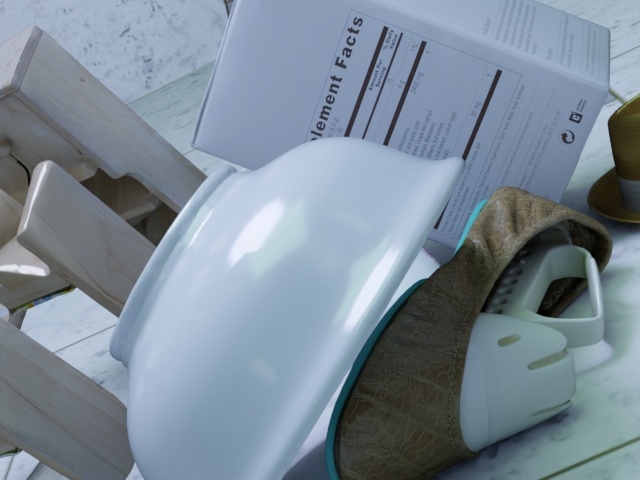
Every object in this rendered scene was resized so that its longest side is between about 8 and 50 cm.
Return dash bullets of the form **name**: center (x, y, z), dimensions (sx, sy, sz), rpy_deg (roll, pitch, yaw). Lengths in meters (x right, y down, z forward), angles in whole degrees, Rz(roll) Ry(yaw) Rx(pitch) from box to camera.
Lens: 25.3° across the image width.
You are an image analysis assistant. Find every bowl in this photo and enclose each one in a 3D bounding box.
- **bowl**: center (-0.039, 0.046, 0.894), dimensions (0.298, 0.134, 0.298), rpy_deg (-59, -3, -5)

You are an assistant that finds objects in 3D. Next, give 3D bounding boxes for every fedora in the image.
- **fedora**: center (0.297, -0.085, 1.146), dimensions (0.194, 0.079, 0.194), rpy_deg (-24, 17, 8)

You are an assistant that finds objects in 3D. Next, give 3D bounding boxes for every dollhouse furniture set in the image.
- **dollhouse furniture set**: center (-0.248, 0.070, 1.155), dimensions (0.362, 0.256, 0.394), rpy_deg (-20, 43, 36)

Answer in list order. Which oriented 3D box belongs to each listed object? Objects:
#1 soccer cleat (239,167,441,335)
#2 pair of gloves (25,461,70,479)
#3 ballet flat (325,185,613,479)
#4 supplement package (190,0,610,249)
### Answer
- **soccer cleat**: center (0.000, 0.000, 1.208), dimensions (0.116, 0.143, 0.331), rpy_deg (-30, 18, -12)
- **pair of gloves**: center (-0.274, 0.249, 1.041), dimensions (0.240, 0.042, 0.204), rpy_deg (-22, 22, 30)
- **ballet flat**: center (0.123, 0.063, 0.955), dimensions (0.124, 0.116, 0.342), rpy_deg (5, 26, 24)
- **supplement package**: center (0.070, -0.126, 1.178), dimensions (0.293, 0.175, 0.177), rpy_deg (22, 26, 2)
